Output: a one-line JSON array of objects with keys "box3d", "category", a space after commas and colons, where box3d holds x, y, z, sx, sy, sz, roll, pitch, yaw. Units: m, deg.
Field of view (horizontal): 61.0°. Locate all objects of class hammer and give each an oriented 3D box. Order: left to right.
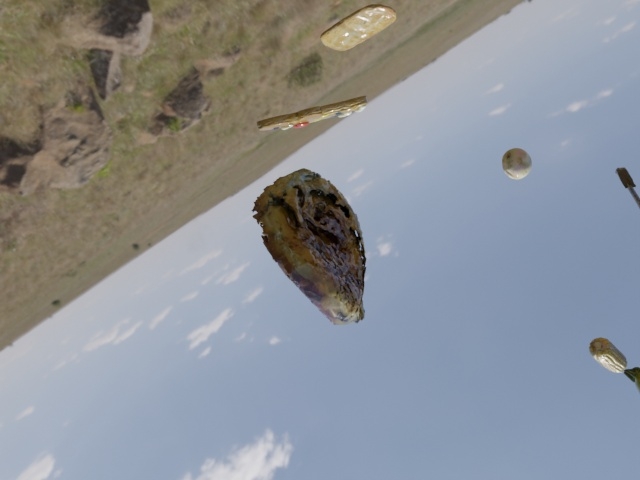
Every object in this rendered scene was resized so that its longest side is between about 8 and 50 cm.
[{"box3d": [0.830, -0.055, 1.366, 0.027, 0.297, 0.125, -32, -179, 27], "category": "hammer"}]

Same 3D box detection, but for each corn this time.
[{"box3d": [0.958, 0.384, 1.810, 0.080, 0.238, 0.080, -25, -133, 31], "category": "corn"}]

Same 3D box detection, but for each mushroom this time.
[{"box3d": [0.511, -0.201, 1.422, 0.084, 0.083, 0.067, -38, -174, -19], "category": "mushroom"}]

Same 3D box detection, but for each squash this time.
[{"box3d": [1.041, 0.446, 1.738, 0.105, 0.105, 0.132, -33, -142, 5], "category": "squash"}]

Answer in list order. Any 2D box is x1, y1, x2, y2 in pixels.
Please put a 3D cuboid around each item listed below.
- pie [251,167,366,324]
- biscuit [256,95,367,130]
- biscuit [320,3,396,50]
[{"box3d": [-0.001, 0.001, 0.958, 0.086, 0.308, 0.308, -25, -167, 30], "category": "pie"}, {"box3d": [-0.022, -0.270, 1.184, 0.241, 0.035, 0.158, -17, -171, -15], "category": "biscuit"}, {"box3d": [0.103, -0.596, 1.528, 0.119, 0.028, 0.247, 1, 171, -40], "category": "biscuit"}]
